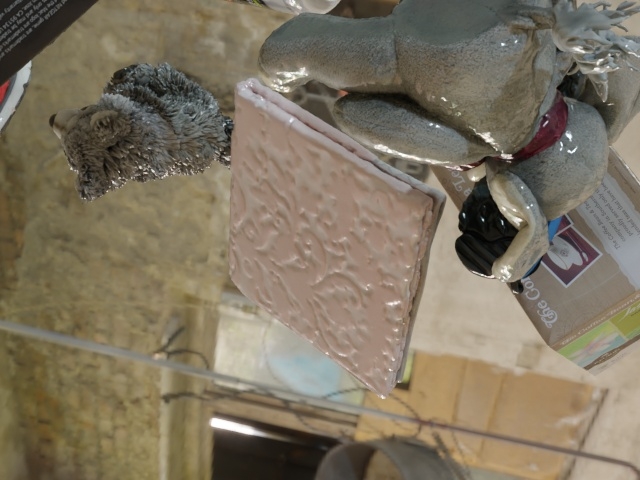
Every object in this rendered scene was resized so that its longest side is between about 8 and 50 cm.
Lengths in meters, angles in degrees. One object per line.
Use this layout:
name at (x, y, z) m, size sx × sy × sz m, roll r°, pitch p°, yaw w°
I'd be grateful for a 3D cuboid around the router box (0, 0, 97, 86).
router box at (-0.191, -0.138, 0.416) m, size 0.309 × 0.243 × 0.081 m, roll -43°, pitch 127°, yaw -6°

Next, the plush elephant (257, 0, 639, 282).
plush elephant at (0.164, -0.125, 0.794) m, size 0.272 × 0.330 × 0.255 m, roll -44°, pitch 134°, yaw -15°

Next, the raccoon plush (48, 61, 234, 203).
raccoon plush at (-0.240, -0.182, 1.529) m, size 0.299 × 0.447 × 0.216 m, roll -102°, pitch -168°, yaw -65°

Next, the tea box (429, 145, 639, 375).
tea box at (0.365, -0.013, 1.253) m, size 0.323 × 0.220 × 0.329 m, roll 26°, pitch 31°, yaw -59°

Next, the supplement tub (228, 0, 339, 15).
supplement tub at (-0.128, -0.464, 1.301) m, size 0.207 × 0.338 × 0.207 m, roll -42°, pitch 141°, yaw -47°

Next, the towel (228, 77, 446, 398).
towel at (0.000, 0.000, 1.101) m, size 0.053 × 0.317 × 0.331 m, roll -32°, pitch 143°, yaw -37°

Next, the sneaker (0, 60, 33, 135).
sneaker at (-0.392, -0.207, 0.949) m, size 0.107 × 0.118 × 0.279 m, roll -40°, pitch -132°, yaw 33°

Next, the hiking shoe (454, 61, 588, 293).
hiking shoe at (0.243, -0.095, 1.026) m, size 0.132 × 0.113 × 0.304 m, roll 22°, pitch 88°, yaw -58°
